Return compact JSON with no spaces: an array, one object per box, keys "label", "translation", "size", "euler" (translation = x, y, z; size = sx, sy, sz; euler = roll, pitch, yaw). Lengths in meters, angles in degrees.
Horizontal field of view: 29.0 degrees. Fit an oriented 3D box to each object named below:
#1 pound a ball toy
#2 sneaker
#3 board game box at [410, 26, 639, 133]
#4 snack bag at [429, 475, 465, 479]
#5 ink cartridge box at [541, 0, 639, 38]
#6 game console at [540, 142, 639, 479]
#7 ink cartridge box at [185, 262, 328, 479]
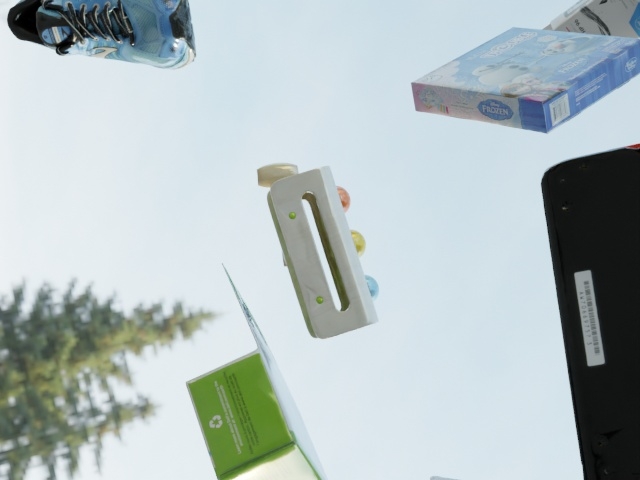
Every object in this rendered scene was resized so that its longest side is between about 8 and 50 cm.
[{"label":"pound a ball toy","translation":[0.000,0.000,2.105],"size":[0.208,0.135,0.319],"euler":[142,-69,-83]},{"label":"sneaker","translation":[-0.141,-0.134,0.786],"size":[0.162,0.073,0.063],"euler":[11,-63,45]},{"label":"board game box","translation":[0.111,-0.088,0.662],"size":[0.090,0.090,0.020],"euler":[15,-53,45]},{"label":"snack bag","translation":[0.271,0.418,1.600],"size":[0.342,0.323,0.037],"euler":[3,-66,17]},{"label":"ink cartridge box","translation":[0.217,-0.167,0.984],"size":[0.083,0.028,0.048],"euler":[-36,-74,18]},{"label":"game console","translation":[0.409,0.059,1.228],"size":[0.341,0.060,0.387],"euler":[-13,-118,19]},{"label":"ink cartridge box","translation":[-0.086,0.185,1.431],"size":[0.189,0.097,0.255],"euler":[65,-1,-54]}]
